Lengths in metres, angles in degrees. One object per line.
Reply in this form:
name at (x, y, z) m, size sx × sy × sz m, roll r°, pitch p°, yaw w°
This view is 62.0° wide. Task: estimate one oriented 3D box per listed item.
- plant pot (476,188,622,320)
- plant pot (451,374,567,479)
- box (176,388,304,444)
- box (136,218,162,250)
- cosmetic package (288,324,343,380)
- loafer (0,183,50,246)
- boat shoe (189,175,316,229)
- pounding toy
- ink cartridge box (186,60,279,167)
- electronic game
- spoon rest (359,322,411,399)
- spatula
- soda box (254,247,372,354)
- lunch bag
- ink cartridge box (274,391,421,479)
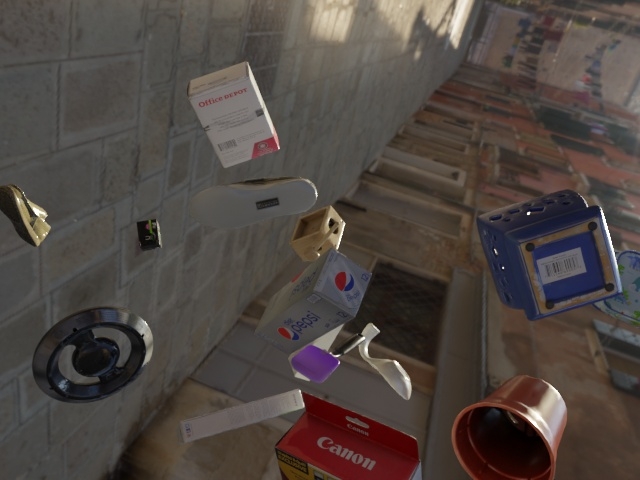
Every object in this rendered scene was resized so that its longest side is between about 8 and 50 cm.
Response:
plant pot at (0.508, 0.035, 1.179) m, size 0.212 × 0.236 × 0.235 m, roll -75°, pitch 146°, yaw -78°
plant pot at (0.551, 0.524, 1.490) m, size 0.265 × 0.272 × 0.272 m, roll -19°, pitch 132°, yaw -49°
box at (-0.228, 0.487, 1.469) m, size 0.232 × 0.322 × 0.058 m, roll 129°, pitch -51°, yaw -62°
box at (-0.529, -0.017, 1.646) m, size 0.052 × 0.062 × 0.083 m, roll 119°, pitch -40°, yaw -73°
cosmetic package at (-0.011, 0.309, 1.657) m, size 0.239 × 0.061 × 0.099 m, roll -60°, pitch -157°, yaw 13°
loafer at (-0.515, -0.050, 0.927) m, size 0.050 × 0.056 × 0.148 m, roll -57°, pitch 169°, yaw -35°
boat shoe at (-0.117, -0.070, 0.938) m, size 0.070 × 0.220 × 0.077 m, roll -110°, pitch -166°, yaw -71°
pounding toy at (0.006, 0.001, 1.583) m, size 0.094 × 0.181 × 0.206 m, roll 50°, pitch 37°, yaw -28°
ink cartridge box at (-0.214, -0.311, 1.329) m, size 0.092 × 0.159 × 0.217 m, roll -103°, pitch 174°, yaw -46°
electronic game at (-0.453, 0.232, 1.074) m, size 0.229 × 0.048 × 0.229 m, roll -18°, pitch 126°, yaw -27°
spoon rest at (0.183, 0.365, 1.573) m, size 0.084 × 0.137 × 0.276 m, roll -41°, pitch -146°, yaw 8°
spatula at (0.033, 0.246, 1.181) m, size 0.296 × 0.084 × 0.030 m, roll -6°, pitch 119°, yaw -64°
soda box at (-0.023, 0.123, 1.001) m, size 0.286 × 0.091 × 0.098 m, roll -42°, pitch -161°, yaw 54°
lunch bag at (0.807, 0.128, 1.320) m, size 0.090 × 0.219 × 0.176 m, roll 70°, pitch 42°, yaw -82°
ink cartridge box at (0.061, 0.520, 1.191) m, size 0.130 × 0.310 × 0.271 m, roll -40°, pitch 131°, yaw -45°
